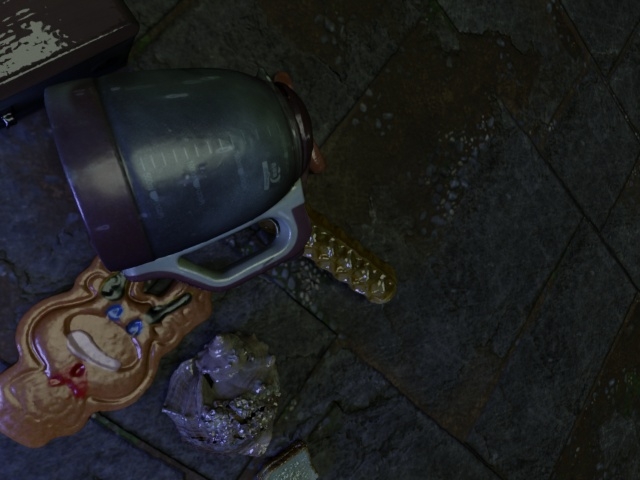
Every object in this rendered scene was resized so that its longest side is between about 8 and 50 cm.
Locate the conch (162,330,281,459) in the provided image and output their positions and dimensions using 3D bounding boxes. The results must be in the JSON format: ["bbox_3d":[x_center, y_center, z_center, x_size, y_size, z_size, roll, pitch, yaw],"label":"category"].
[{"bbox_3d":[-0.144,0.259,0.759,0.178,0.163,0.246,-10,116,4],"label":"conch"}]

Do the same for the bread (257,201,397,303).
[{"bbox_3d":[0.000,0.000,0.846,0.367,0.077,0.084,35,76,-23],"label":"bread"}]

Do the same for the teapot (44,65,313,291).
[{"bbox_3d":[-0.151,-0.075,0.651,0.312,0.233,0.315,-17,115,-17],"label":"teapot"}]

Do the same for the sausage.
[{"bbox_3d":[-0.040,-0.204,0.843,0.043,0.043,0.186,-30,104,-25],"label":"sausage"}]

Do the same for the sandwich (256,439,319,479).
[{"bbox_3d":[-0.057,0.415,0.843,0.104,0.035,0.093,-23,102,-25],"label":"sandwich"}]

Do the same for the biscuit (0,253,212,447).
[{"bbox_3d":[-0.313,0.142,0.697,0.334,0.047,0.202,-49,112,-19],"label":"biscuit"}]

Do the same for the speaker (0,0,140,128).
[{"bbox_3d":[-0.376,-0.265,0.596,0.231,0.153,0.193,-39,107,-22],"label":"speaker"}]
